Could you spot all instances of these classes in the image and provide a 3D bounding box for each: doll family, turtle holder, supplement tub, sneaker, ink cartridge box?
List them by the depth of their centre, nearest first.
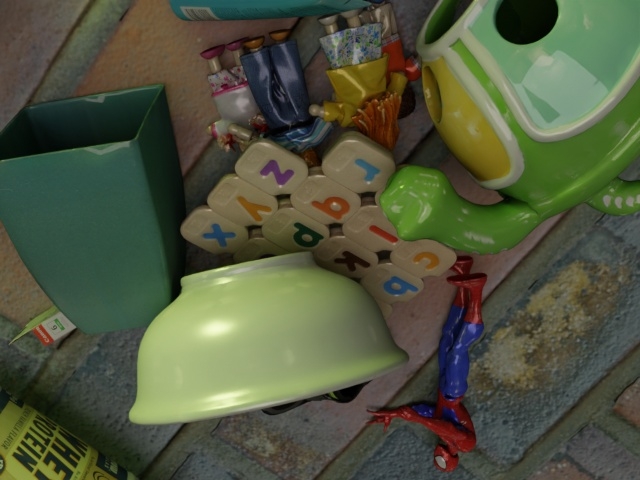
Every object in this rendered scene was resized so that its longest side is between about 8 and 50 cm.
[{"bbox_3d":[0.198,-0.147,0.794,0.227,0.243,0.320,33,122,-18],"label":"turtle holder"},{"bbox_3d":[-0.006,-0.147,0.863,0.262,0.118,0.163,-16,110,7],"label":"doll family"},{"bbox_3d":[-0.318,0.097,0.996,0.115,0.063,0.029,-31,105,13],"label":"ink cartridge box"},{"bbox_3d":[-0.359,0.347,1.006,0.316,0.228,0.228,38,107,-13],"label":"supplement tub"},{"bbox_3d":[0.003,0.167,1.006,0.188,0.078,0.067,-24,113,11],"label":"sneaker"}]

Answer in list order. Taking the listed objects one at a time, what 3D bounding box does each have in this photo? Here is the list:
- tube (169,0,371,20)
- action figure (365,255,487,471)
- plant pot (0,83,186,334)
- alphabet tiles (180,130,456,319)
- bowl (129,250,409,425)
[{"bbox_3d":[-0.058,-0.241,0.811,0.207,0.080,0.052,12,109,30],"label":"tube"},{"bbox_3d":[0.126,0.166,0.998,0.139,0.091,0.281,-5,110,-4],"label":"action figure"},{"bbox_3d":[-0.237,-0.023,0.899,0.165,0.165,0.234,-8,119,4],"label":"plant pot"},{"bbox_3d":[0.000,0.000,0.911,0.278,0.021,0.284,28,129,-24],"label":"alphabet tiles"},{"bbox_3d":[-0.065,0.090,0.852,0.297,0.298,0.134,-13,88,6],"label":"bowl"}]
